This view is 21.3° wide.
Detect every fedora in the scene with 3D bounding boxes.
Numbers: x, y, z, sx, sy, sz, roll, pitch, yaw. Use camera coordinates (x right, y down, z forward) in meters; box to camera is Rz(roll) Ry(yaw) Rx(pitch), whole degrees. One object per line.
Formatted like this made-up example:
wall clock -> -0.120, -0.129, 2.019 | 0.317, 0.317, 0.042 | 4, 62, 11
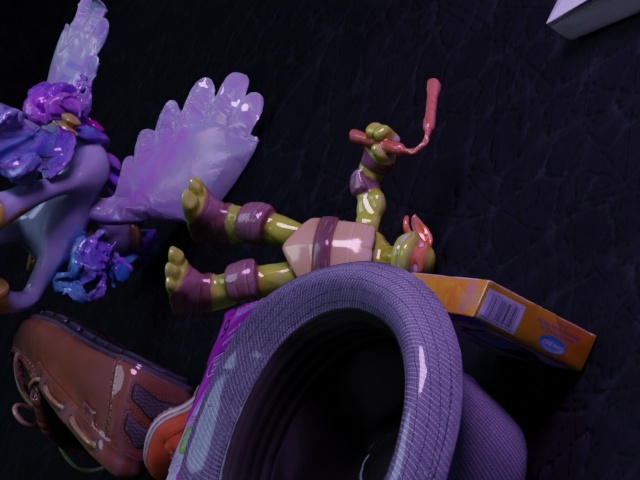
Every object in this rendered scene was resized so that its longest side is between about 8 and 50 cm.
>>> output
fedora -> 0.032, 0.143, 1.060 | 0.275, 0.124, 0.244 | -4, 65, 60

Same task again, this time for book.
book -> 0.221, -0.202, 1.189 | 0.096, 0.035, 0.144 | -65, 16, -19

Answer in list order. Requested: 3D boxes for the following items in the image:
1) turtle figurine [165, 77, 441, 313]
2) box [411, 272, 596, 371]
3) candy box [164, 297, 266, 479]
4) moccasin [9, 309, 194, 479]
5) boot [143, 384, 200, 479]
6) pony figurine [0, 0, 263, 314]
turtle figurine -> 0.000, 0.000, 1.309 | 0.087, 0.217, 0.269 | 57, -140, -66
box -> 0.105, 0.049, 1.067 | 0.028, 0.081, 0.136 | -66, 18, -9
candy box -> -0.055, 0.156, 1.378 | 0.159, 0.071, 0.233 | -30, 38, 59
moccasin -> -0.250, 0.170, 1.804 | 0.380, 0.139, 0.147 | 19, 81, 58
boot -> -0.115, 0.189, 1.525 | 0.158, 0.059, 0.085 | -45, 30, 41
pony figurine -> -0.278, -0.073, 1.920 | 0.363, 0.303, 0.351 | -8, -53, -57
